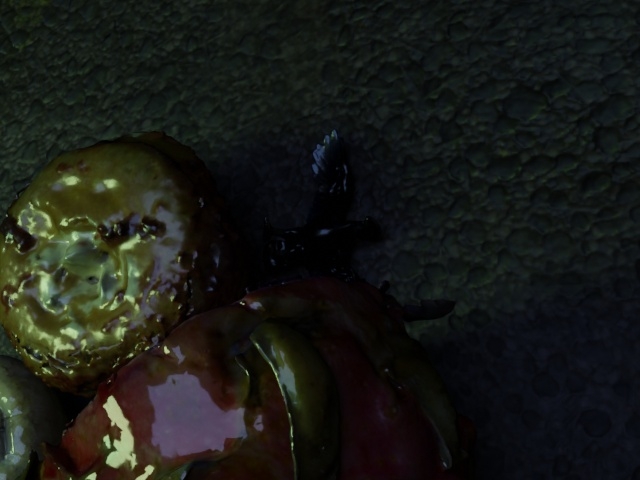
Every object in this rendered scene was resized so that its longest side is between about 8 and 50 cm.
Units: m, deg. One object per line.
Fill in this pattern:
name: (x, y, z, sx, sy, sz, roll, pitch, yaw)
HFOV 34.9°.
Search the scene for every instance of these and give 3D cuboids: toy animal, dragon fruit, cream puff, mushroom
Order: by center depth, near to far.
dragon fruit: (-0.006, 0.196, 0.690, 0.314, 0.296, 0.263, -40, 64, 12)
cream puff: (-0.169, 0.021, 0.892, 0.240, 0.164, 0.240, -4, 80, 27)
toy animal: (0.000, 0.000, 0.902, 0.108, 0.062, 0.220, -9, 64, -2)
mushroom: (-0.306, 0.181, 0.905, 0.166, 0.127, 0.166, -9, 60, 16)

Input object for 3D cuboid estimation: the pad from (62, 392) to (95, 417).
pad: (-0.166, 0.086, 0.956, 0.116, 0.004, 0.193, 11, 74, 25)
